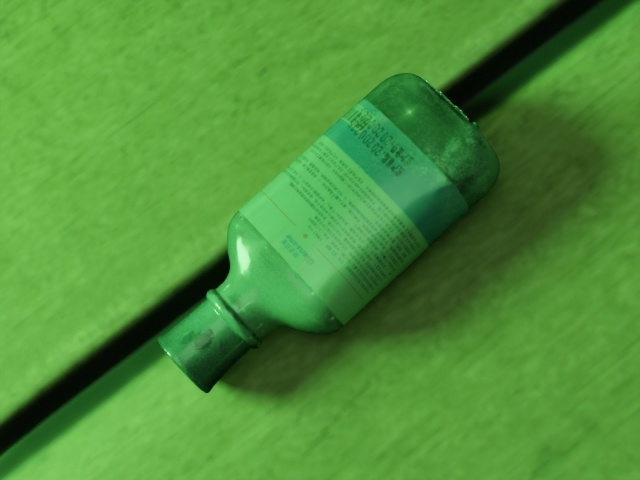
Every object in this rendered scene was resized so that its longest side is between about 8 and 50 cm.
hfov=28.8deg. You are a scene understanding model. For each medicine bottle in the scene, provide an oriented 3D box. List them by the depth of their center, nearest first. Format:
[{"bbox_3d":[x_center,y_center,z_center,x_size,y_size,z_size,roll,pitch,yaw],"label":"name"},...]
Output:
[{"bbox_3d":[0.000,0.000,0.696,0.208,0.053,0.090,-42,70,-3],"label":"medicine bottle"}]
